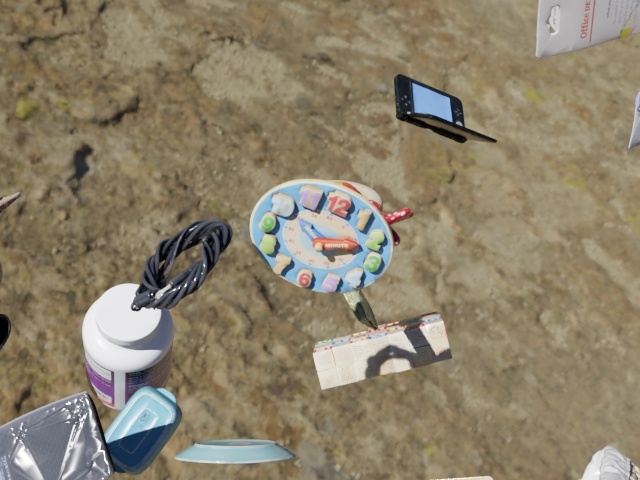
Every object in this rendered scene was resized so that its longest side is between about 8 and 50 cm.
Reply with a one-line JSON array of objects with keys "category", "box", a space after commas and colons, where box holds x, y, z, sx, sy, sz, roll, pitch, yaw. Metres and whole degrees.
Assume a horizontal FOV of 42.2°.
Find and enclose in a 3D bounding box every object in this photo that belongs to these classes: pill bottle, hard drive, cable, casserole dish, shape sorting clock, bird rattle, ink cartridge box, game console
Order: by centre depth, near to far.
[{"category": "ink cartridge box", "box": [0.331, -0.292, 0.949, 0.198, 0.115, 0.067, -17, 52, -1]}, {"category": "game console", "box": [0.168, -0.178, 1.118, 0.122, 0.071, 0.107, 16, 59, -31]}, {"category": "cable", "box": [-0.188, 0.022, 1.152, 0.047, 0.151, 0.184, 49, 40, -20]}, {"category": "shape sorting clock", "box": [0.000, 0.000, 1.163, 0.206, 0.206, 0.040, 24, 39, -4]}, {"category": "hard drive", "box": [-0.483, 0.384, 1.425, 0.255, 0.054, 0.172, -26, 69, 3]}, {"category": "bird rattle", "box": [0.042, -0.063, 1.523, 0.254, 0.143, 0.207, -4, 30, 4]}, {"category": "casserole dish", "box": [-0.361, 0.380, 1.661, 0.114, 0.037, 0.188, 35, 79, 4]}, {"category": "pill bottle", "box": [-0.399, 0.220, 1.726, 0.182, 0.323, 0.181, 6, 57, -10]}]

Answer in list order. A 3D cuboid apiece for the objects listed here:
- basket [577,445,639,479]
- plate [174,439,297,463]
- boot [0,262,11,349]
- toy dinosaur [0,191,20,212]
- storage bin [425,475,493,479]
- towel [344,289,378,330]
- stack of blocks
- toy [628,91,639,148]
[{"category": "basket", "box": [0.401, 0.508, 1.116, 0.266, 0.331, 0.328, 34, 13, 17]}, {"category": "plate", "box": [-0.129, 0.321, 1.273, 0.188, 0.188, 0.024, 4, 80, -28]}, {"category": "boot", "box": [-0.674, 0.158, 1.618, 0.118, 0.223, 0.338, 52, 45, -38]}, {"category": "toy dinosaur", "box": [-0.661, -0.004, 1.461, 0.296, 0.127, 0.200, -18, 85, -55]}, {"category": "storage bin", "box": [0.238, 0.607, 1.661, 0.261, 0.123, 0.262, -9, 17, 15]}, {"category": "towel", "box": [0.062, 0.095, 1.539, 0.148, 0.027, 0.110, 63, 6, 21]}, {"category": "stack of blocks", "box": [0.139, 0.248, 1.893, 0.297, 0.087, 0.171, -14, 2, 3]}, {"category": "toy", "box": [0.604, -0.257, 1.451, 0.237, 0.136, 0.056, -19, 34, -31]}]
